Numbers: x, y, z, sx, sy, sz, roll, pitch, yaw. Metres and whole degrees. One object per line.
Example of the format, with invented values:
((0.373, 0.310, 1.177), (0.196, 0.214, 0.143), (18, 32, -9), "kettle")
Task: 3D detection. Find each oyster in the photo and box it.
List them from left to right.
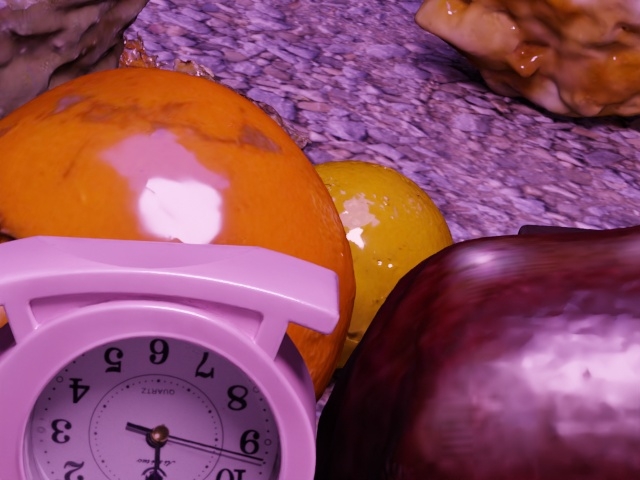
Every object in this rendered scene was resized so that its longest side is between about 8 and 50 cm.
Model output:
((-0.092, -0.130, 1.872), (0.165, 0.053, 0.108), (25, 41, 14), "oyster")

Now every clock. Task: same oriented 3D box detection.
((-0.147, 0.133, 1.091), (0.290, 0.275, 0.080), (6, 17, -3), "clock")

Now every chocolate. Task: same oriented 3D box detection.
((0.168, 0.160, 1.141), (0.331, 0.384, 0.384), (-4, 25, 11), "chocolate")

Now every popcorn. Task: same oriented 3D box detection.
((0.313, -0.319, 2.046), (0.390, 0.354, 0.344), (-17, 19, -39), "popcorn")

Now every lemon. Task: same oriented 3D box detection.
((0.027, 0.020, 1.494), (0.173, 0.173, 0.206), (21, 7, 22), "lemon")

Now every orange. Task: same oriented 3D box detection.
((-0.127, 0.032, 1.277), (0.312, 0.312, 0.312), (8, 27, -4), "orange")

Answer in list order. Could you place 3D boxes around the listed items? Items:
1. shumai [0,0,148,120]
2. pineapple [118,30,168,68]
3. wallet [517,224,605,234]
((-0.320, -0.133, 1.502), (0.324, 0.323, 0.397), (27, 38, 31), "shumai")
((-0.231, -0.175, 1.815), (0.176, 0.137, 0.161), (16, 28, 15), "pineapple")
((0.294, 0.040, 1.653), (0.229, 0.049, 0.182), (8, 26, -3), "wallet")
